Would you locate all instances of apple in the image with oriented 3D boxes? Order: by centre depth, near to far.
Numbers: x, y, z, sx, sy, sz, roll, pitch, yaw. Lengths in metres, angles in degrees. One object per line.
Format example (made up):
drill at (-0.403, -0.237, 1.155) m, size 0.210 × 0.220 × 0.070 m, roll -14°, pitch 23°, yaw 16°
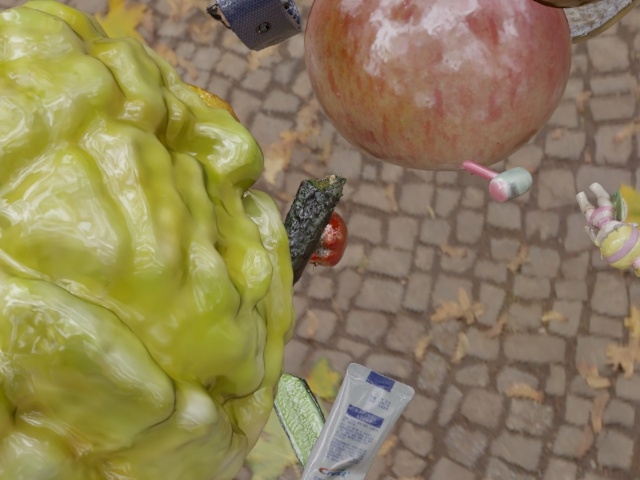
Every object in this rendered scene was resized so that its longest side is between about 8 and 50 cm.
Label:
apple at (0.146, -0.223, 1.464) m, size 0.345 × 0.345 × 0.269 m, roll 5°, pitch 93°, yaw 17°

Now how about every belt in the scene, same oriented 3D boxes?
belt at (-0.121, -0.413, 2.024) m, size 0.126 × 0.230 × 0.139 m, roll -25°, pitch 81°, yaw 11°

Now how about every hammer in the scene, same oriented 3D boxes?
hammer at (0.187, -0.071, 1.249) m, size 0.052 × 0.031 × 0.083 m, roll -21°, pitch 38°, yaw -38°

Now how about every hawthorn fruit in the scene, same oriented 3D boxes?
hawthorn fruit at (0.000, 0.000, 1.635) m, size 0.093 × 0.093 × 0.093 m, roll -5°, pitch 70°, yaw 14°

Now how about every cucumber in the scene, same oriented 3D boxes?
cucumber at (-0.027, 0.001, 1.295) m, size 0.053 × 0.053 × 0.181 m, roll 33°, pitch 107°, yaw 23°
cucumber at (-0.032, 0.263, 1.790) m, size 0.070 × 0.046 × 0.220 m, roll -44°, pitch 47°, yaw 13°

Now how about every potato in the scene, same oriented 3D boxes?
potato at (0.447, -0.372, 1.862) m, size 0.261 × 0.100 × 0.120 m, roll -14°, pitch 71°, yaw 43°

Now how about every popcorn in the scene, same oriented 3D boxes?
popcorn at (-0.130, 0.034, 0.472) m, size 0.259 × 0.259 × 0.212 m, roll -23°, pitch 31°, yaw 7°

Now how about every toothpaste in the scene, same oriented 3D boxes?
toothpaste at (0.027, 0.294, 1.517) m, size 0.096 × 0.061 × 0.266 m, roll 24°, pitch 98°, yaw -11°

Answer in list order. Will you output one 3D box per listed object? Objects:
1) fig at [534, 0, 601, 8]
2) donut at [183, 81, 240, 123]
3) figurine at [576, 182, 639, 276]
fig at (0.263, -0.300, 1.124) m, size 0.202 × 0.149 × 0.148 m, roll 30°, pitch 116°, yaw 58°
donut at (-0.250, -0.149, 1.853) m, size 0.253 × 0.253 × 0.118 m, roll -10°, pitch 30°, yaw 12°
figurine at (0.422, -0.019, 1.647) m, size 0.083 × 0.083 × 0.187 m, roll -26°, pitch 34°, yaw 6°
